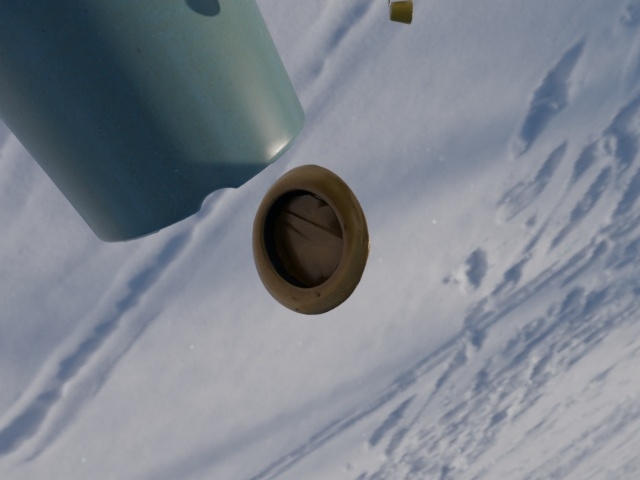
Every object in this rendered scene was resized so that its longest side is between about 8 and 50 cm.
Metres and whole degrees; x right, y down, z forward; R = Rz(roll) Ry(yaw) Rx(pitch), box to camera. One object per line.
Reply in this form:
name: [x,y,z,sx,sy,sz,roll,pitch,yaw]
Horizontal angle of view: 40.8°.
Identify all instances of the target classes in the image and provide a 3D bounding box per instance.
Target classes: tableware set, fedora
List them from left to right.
fedora: [0.000,0.000,1.071,0.079,0.194,0.194,6,134,-49]
tableware set: [0.080,-0.258,0.744,0.024,0.104,0.154,2,141,-4]

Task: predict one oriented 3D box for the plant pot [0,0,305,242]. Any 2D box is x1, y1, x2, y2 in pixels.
plant pot: [-0.200,-0.201,0.849,0.341,0.341,0.334,-31,111,-4]
